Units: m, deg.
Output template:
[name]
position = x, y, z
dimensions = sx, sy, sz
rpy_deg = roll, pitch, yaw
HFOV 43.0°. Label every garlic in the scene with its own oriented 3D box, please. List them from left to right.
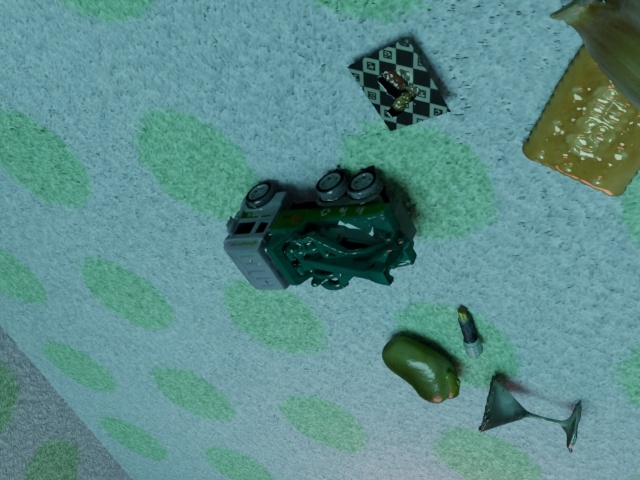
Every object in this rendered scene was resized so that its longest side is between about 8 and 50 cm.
[garlic]
position = 0.405, -0.196, 0.925
dimensions = 0.266, 0.128, 0.148
rpy_deg = 57, 174, -9

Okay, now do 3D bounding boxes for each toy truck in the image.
[toy truck]
position = 0.001, -0.005, 1.397
dimensions = 0.363, 0.178, 0.176
rpy_deg = 0, 136, 38

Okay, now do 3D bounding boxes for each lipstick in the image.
[lipstick]
position = 0.281, 0.171, 1.541
dimensions = 0.037, 0.037, 0.116
rpy_deg = 4, 133, 31

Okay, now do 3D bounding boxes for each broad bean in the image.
[broad bean]
position = 0.208, 0.266, 1.662
dimensions = 0.174, 0.082, 0.124
rpy_deg = 37, 146, -13

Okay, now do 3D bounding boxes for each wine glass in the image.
[wine glass]
position = 0.414, 0.346, 1.603
dimensions = 0.183, 0.122, 0.122
rpy_deg = 14, 142, 11

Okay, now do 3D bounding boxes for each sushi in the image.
[sushi]
position = 0.117, -0.228, 1.172
dimensions = 0.120, 0.026, 0.126
rpy_deg = -12, 124, 46

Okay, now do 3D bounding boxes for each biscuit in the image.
[biscuit]
position = 0.379, -0.163, 1.065
dimensions = 0.160, 0.030, 0.249
rpy_deg = 26, 144, 5
